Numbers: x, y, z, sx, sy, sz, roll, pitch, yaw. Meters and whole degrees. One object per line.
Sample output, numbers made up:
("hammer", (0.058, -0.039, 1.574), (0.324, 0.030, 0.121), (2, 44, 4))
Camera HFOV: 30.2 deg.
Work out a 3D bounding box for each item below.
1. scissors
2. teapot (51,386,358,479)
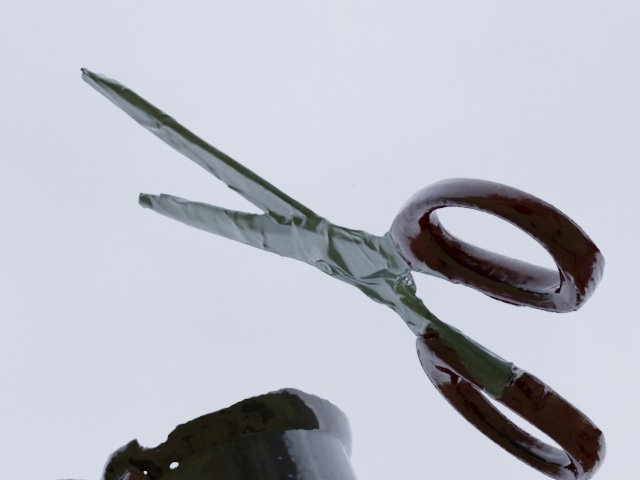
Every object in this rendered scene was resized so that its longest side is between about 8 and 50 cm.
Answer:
("scissors", (0.000, 0.000, 0.459), (0.248, 0.144, 0.017), (27, -122, 33))
("teapot", (-0.061, 0.313, 0.956), (0.376, 0.362, 0.305), (10, -49, -37))
